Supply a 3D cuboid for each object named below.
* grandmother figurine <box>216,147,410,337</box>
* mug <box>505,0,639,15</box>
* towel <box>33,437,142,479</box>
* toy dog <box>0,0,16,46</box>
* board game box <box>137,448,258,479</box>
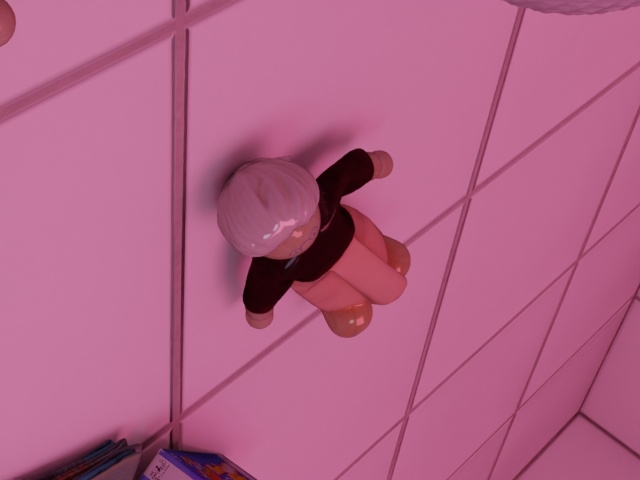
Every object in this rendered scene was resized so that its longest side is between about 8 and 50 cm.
[{"bbox_3d":[0.000,0.000,1.032,0.208,0.104,0.342,-62,158,-2],"label":"grandmother figurine"},{"bbox_3d":[0.183,-0.339,0.745,0.328,0.276,0.374,-5,97,-66],"label":"mug"},{"bbox_3d":[-0.319,0.360,1.020,0.271,0.040,0.370,-18,139,-52],"label":"towel"},{"bbox_3d":[-0.250,-0.005,0.489,0.334,0.161,0.220,-55,164,8],"label":"toy dog"},{"bbox_3d":[-0.200,0.383,1.137,0.347,0.078,0.233,-55,165,-5],"label":"board game box"}]
